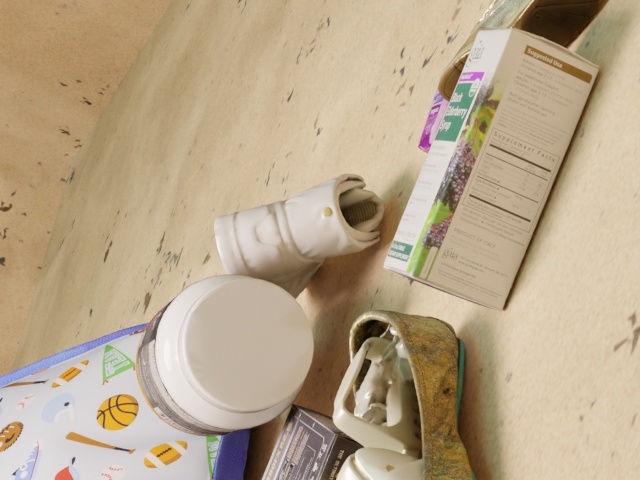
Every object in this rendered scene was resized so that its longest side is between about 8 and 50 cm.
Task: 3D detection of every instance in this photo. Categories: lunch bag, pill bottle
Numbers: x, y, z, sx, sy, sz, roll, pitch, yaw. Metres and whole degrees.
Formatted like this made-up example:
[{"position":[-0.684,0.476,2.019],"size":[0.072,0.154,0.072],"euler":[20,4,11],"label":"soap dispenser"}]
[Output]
[{"position":[-0.239,0.283,2.147],"size":[0.385,0.239,0.328],"euler":[-26,34,25],"label":"lunch bag"},{"position":[-0.100,0.120,1.902],"size":[0.278,0.162,0.162],"euler":[145,145,-74],"label":"pill bottle"}]

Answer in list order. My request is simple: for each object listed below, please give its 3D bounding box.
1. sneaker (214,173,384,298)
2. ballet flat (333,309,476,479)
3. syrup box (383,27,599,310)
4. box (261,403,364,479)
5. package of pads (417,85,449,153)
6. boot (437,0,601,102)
[{"position":[0.000,0.000,2.038],"size":[0.292,0.169,0.108],"euler":[13,-120,-78],"label":"sneaker"},{"position":[0.065,0.183,1.529],"size":[0.123,0.123,0.348],"euler":[-57,19,33],"label":"ballet flat"},{"position":[0.151,-0.065,1.620],"size":[0.237,0.096,0.093],"euler":[-69,15,-1],"label":"syrup box"},{"position":[-0.026,0.288,1.787],"size":[0.231,0.056,0.183],"euler":[-68,14,-2],"label":"box"},{"position":[0.131,-0.130,1.886],"size":[0.050,0.032,0.083],"euler":[164,127,-73],"label":"package of pads"},{"position":[0.193,-0.235,1.748],"size":[0.213,0.077,0.165],"euler":[-45,28,43],"label":"boot"}]
